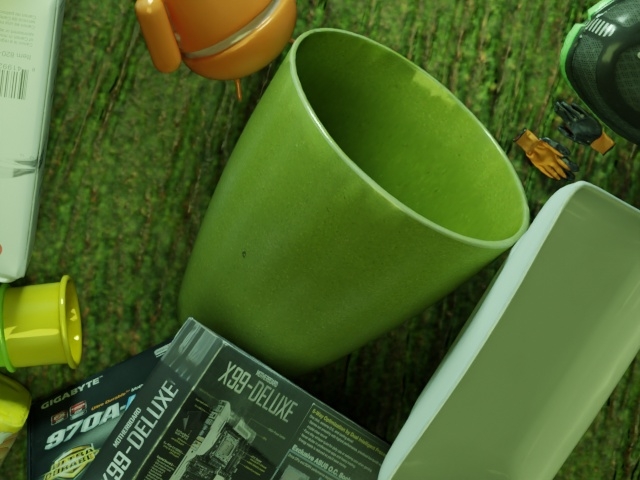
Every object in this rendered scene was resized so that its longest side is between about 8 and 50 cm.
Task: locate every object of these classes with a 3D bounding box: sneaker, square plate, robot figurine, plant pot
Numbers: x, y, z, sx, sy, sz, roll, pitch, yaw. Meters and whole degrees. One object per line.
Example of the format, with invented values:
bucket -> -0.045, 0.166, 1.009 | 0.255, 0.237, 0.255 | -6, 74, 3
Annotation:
sneaker -> 0.445, -0.082, 1.830 | 0.482, 0.202, 0.185 | 32, 104, -11
square plate -> 0.207, 0.108, 1.845 | 0.049, 0.347, 0.344 | 37, 100, 29
robot figurine -> -0.107, -0.238, 1.797 | 0.128, 0.158, 0.219 | -26, 118, 19
plant pot -> 0.000, 0.000, 1.834 | 0.274, 0.275, 0.293 | 35, 118, -12

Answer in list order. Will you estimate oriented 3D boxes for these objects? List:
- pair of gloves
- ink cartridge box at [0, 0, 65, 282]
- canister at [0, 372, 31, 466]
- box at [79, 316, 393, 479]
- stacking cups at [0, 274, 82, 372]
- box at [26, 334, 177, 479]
pair of gloves -> 0.240, -0.097, 1.906 | 0.074, 0.010, 0.083 | 41, 125, -12
ink cartridge box -> -0.362, -0.122, 1.841 | 0.207, 0.117, 0.283 | 9, 107, -4
canister -> -0.360, 0.225, 1.949 | 0.073, 0.126, 0.170 | 28, 103, -9
box -> -0.066, 0.248, 1.807 | 0.307, 0.076, 0.242 | 34, 88, -34
stacking cups -> -0.400, 0.098, 1.922 | 0.316, 0.096, 0.096 | -7, 108, 0
box -> -0.183, 0.185, 1.912 | 0.220, 0.175, 0.051 | -25, 121, 7
